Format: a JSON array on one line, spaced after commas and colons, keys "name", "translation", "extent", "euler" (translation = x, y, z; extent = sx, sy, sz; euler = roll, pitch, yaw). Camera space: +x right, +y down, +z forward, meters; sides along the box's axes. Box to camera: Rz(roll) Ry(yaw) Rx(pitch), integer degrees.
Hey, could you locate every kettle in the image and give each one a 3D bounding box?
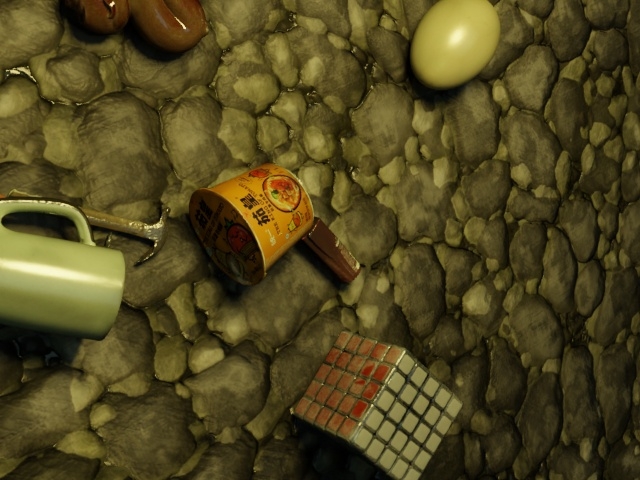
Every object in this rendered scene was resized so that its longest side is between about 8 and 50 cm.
[{"name": "kettle", "translation": [-0.478, 0.044, 1.208], "extent": [0.255, 0.165, 0.240], "euler": [14, 79, -29]}]

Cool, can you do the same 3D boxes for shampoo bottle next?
[{"name": "shampoo bottle", "translation": [-0.001, 0.002, 1.551], "extent": [0.067, 0.068, 0.236], "euler": [-50, 117, -15]}]

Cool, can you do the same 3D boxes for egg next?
[{"name": "egg", "translation": [0.305, -0.452, 1.622], "extent": [0.186, 0.186, 0.241], "euler": [42, 84, -29]}]

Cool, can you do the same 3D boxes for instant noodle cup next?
[{"name": "instant noodle cup", "translation": [-0.127, -0.044, 1.394], "extent": [0.172, 0.216, 0.215], "euler": [-36, 114, -33]}]

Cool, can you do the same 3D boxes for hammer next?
[{"name": "hammer", "translation": [-0.422, -0.042, 1.305], "extent": [0.297, 0.027, 0.125], "euler": [17, 82, -33]}]

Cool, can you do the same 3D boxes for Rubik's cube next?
[{"name": "Rubik's cube", "translation": [0.129, 0.369, 1.576], "extent": [0.237, 0.237, 0.238], "euler": [41, 75, -28]}]

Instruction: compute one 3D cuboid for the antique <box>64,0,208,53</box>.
[{"name": "antique", "translation": [-0.322, -0.419, 1.274], "extent": [0.257, 0.121, 0.143], "euler": [0, 105, -39]}]
